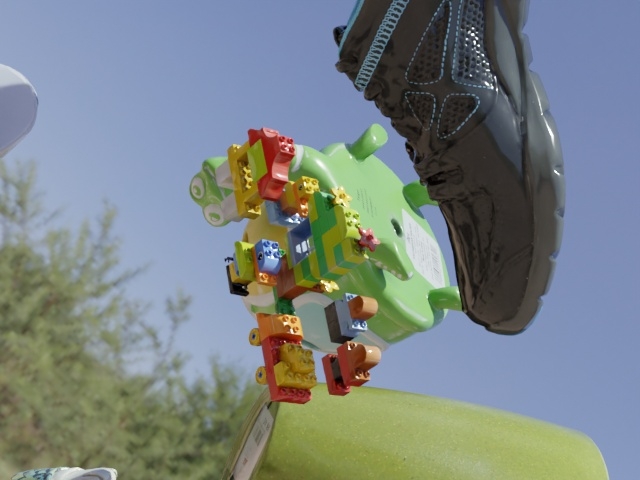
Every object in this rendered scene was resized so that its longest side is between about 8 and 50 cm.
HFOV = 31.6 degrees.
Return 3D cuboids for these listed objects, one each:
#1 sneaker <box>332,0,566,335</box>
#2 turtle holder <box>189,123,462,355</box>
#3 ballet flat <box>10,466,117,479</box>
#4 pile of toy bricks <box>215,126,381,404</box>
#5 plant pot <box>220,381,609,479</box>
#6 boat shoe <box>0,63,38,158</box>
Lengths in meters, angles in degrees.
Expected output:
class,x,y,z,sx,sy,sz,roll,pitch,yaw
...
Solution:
class,x,y,z,sx,sy,sz,roll,pitch,yaw
sneaker,0.079,-0.101,0.752,0.125,0.139,0.341,-113,-166,-81
turtle holder,0.009,0.018,1.317,0.320,0.227,0.243,8,58,-60
ballet flat,-0.167,0.222,0.922,0.188,0.070,0.070,28,-18,13
pile of toy bricks,0.000,0.012,0.859,0.118,0.212,0.105,12,-35,-39
plant pot,0.064,0.246,1.040,0.293,0.275,0.275,25,-12,-11
boat shoe,-0.286,-0.040,0.722,0.080,0.228,0.076,53,-26,-7
